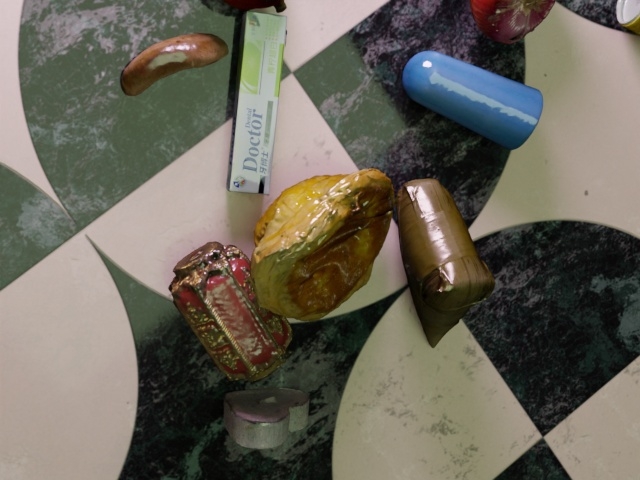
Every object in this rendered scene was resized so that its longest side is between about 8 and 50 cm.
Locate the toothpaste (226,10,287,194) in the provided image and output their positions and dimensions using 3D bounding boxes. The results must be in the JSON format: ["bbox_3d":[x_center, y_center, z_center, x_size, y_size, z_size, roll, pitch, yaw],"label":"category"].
[{"bbox_3d":[-0.120,-0.256,1.637,0.081,0.067,0.336,4,98,-14],"label":"toothpaste"}]

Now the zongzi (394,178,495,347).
[{"bbox_3d":[0.218,0.050,1.783,0.145,0.300,0.273,-12,63,-16],"label":"zongzi"}]

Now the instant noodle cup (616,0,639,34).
[{"bbox_3d":[0.753,-0.477,1.787,0.236,0.215,0.215,18,94,-11],"label":"instant noodle cup"}]

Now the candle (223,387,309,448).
[{"bbox_3d":[-0.119,0.341,1.707,0.169,0.192,0.068,7,102,27],"label":"candle"}]

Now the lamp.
[{"bbox_3d":[-0.169,0.136,1.644,0.177,0.177,0.273,-34,109,-8],"label":"lamp"}]

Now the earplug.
[{"bbox_3d":[0.289,-0.289,1.721,0.273,0.132,0.132,20,94,-15],"label":"earplug"}]

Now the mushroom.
[{"bbox_3d":[-0.268,-0.328,1.572,0.210,0.094,0.072,-24,108,-6],"label":"mushroom"}]

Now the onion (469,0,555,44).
[{"bbox_3d":[0.365,-0.501,1.691,0.230,0.163,0.229,-26,136,-28],"label":"onion"}]

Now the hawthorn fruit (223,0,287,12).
[{"bbox_3d":[-0.127,-0.485,1.548,0.169,0.169,0.188,-33,115,-8],"label":"hawthorn fruit"}]

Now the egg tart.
[{"bbox_3d":[0.000,0.000,1.635,0.351,0.153,0.339,-46,151,-14],"label":"egg tart"}]
